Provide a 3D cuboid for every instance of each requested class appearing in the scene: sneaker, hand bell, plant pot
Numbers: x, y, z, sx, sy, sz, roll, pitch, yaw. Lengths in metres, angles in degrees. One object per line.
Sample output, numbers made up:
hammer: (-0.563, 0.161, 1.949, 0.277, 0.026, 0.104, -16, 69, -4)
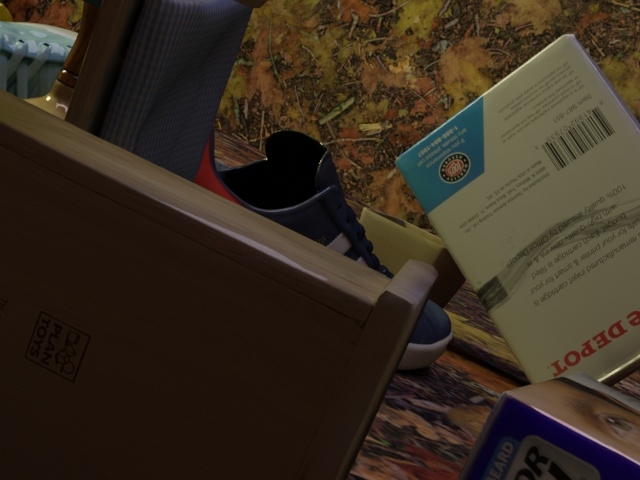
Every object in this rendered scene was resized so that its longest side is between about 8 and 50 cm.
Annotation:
sneaker: (-0.332, -0.151, 1.112, 0.366, 0.135, 0.150, 12, 10, -15)
hand bell: (-0.186, -0.131, 0.925, 0.126, 0.242, 0.126, 24, 6, -3)
sneaker: (0.000, 0.000, 0.990, 0.350, 0.148, 0.131, 20, 7, -41)
plant pot: (0.092, 0.035, 1.318, 0.109, 0.096, 0.109, 27, 6, 27)

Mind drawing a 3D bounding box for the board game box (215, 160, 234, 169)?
board game box: (-0.107, -0.032, 1.116, 0.194, 0.060, 0.194, 18, -7, -21)

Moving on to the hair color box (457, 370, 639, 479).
hair color box: (0.227, 0.181, 0.530, 0.338, 0.110, 0.185, 25, 7, 21)

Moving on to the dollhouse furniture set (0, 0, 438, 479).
dollhouse furniture set: (-0.029, -0.038, 0.512, 0.198, 0.286, 0.303, 26, 18, 8)

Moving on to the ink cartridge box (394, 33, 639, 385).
ink cartridge box: (0.257, -0.014, 1.230, 0.307, 0.223, 0.129, 60, 18, 18)

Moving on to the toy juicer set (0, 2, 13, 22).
toy juicer set: (-0.417, -0.236, 1.212, 0.209, 0.089, 0.329, 17, -18, -6)
